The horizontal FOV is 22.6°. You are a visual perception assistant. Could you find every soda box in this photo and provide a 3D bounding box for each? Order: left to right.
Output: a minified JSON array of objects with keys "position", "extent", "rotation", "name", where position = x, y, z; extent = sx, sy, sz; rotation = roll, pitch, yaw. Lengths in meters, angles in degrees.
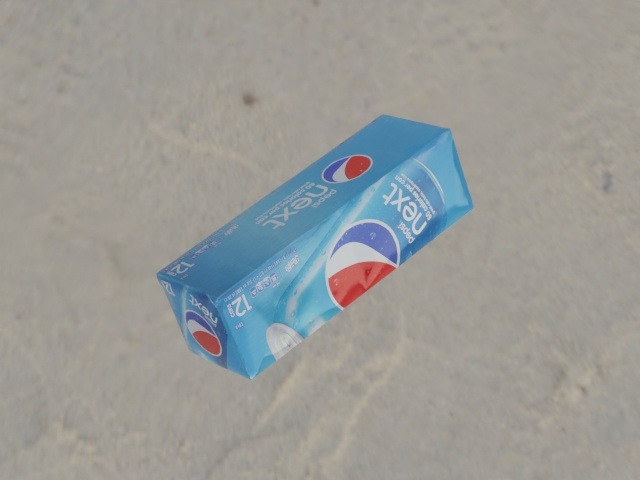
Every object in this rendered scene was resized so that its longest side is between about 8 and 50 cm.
[{"position":[0.000,0.000,1.054],"extent":[0.210,0.071,0.067],"rotation":[-37,123,-27],"name":"soda box"}]
